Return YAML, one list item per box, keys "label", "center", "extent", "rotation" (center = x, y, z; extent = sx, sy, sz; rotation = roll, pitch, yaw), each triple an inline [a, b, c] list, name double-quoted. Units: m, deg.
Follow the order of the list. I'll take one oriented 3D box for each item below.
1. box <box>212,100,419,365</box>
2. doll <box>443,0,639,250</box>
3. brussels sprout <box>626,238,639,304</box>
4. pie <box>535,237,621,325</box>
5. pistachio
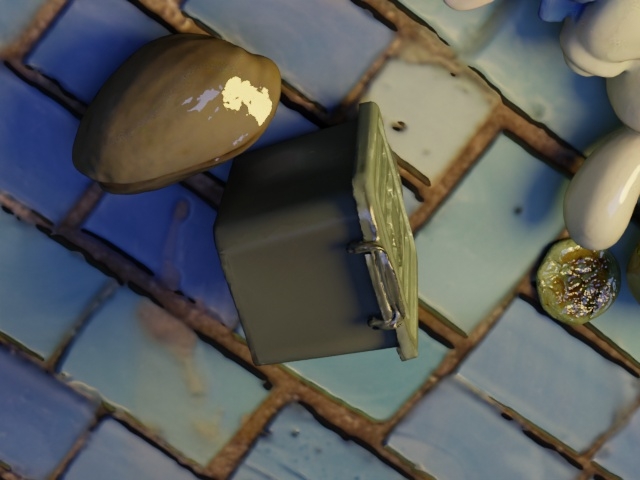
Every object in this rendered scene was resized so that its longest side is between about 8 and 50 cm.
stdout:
- label: "box"
  center: [0.000, 0.000, 1.439]
  extent: [0.135, 0.243, 0.163]
  rotation: [-13, 113, 8]
- label: "doll"
  center: [0.281, -0.213, 1.425]
  extent: [0.376, 0.187, 0.365]
  rotation: [-50, 117, -8]
- label: "brussels sprout"
  center: [0.350, 0.014, 1.542]
  extent: [0.155, 0.117, 0.155]
  rotation: [-27, 147, -19]
- label: "pie"
  center: [0.235, 0.036, 1.597]
  extent: [0.085, 0.017, 0.085]
  rotation: [-3, 110, -8]
- label: "pistachio"
  center: [-0.118, -0.102, 1.435]
  extent: [0.185, 0.124, 0.124]
  rotation: [-36, 111, 12]
